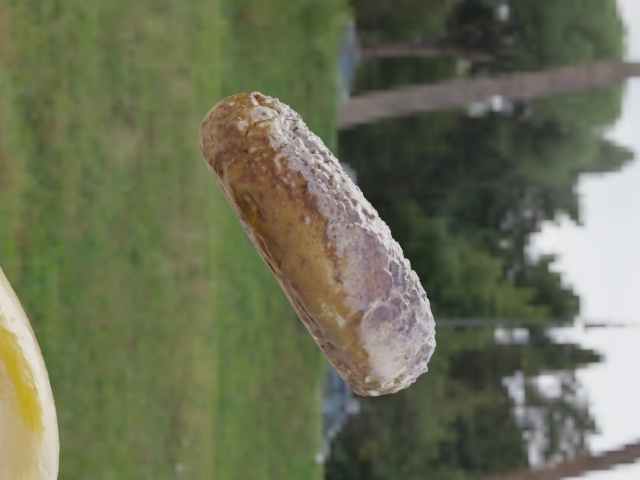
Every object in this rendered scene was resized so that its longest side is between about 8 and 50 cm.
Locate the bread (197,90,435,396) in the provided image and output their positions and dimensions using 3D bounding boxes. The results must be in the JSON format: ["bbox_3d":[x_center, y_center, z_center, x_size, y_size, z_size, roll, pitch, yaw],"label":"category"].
[{"bbox_3d":[0.000,0.000,1.056,0.193,0.064,0.193,57,-1,2],"label":"bread"}]

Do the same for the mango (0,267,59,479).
[{"bbox_3d":[-0.235,0.065,1.055,0.176,0.119,0.317,-47,-123,27],"label":"mango"}]
